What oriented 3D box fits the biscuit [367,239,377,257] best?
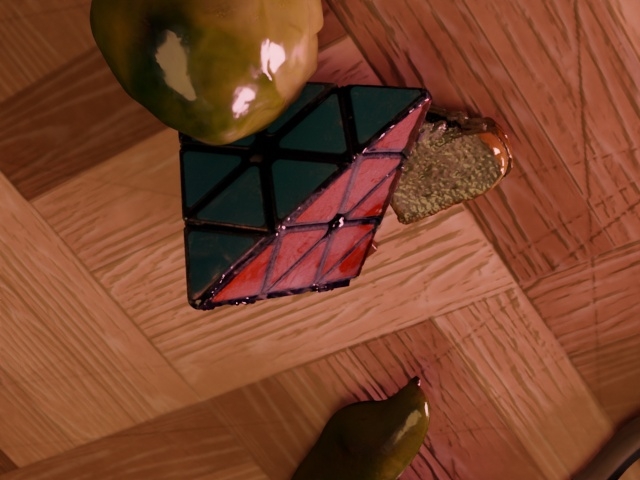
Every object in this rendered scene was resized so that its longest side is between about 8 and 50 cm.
[{"bbox_3d":[0.000,0.000,0.941,0.092,0.016,0.082,15,128,6],"label":"biscuit"}]

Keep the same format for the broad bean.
[{"bbox_3d":[0.014,0.221,1.074,0.067,0.075,0.325,10,136,-25],"label":"broad bean"}]

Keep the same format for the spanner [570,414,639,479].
[{"bbox_3d":[0.312,0.152,0.955,0.095,0.040,0.325,28,130,-5],"label":"spanner"}]

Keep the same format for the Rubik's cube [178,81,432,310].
[{"bbox_3d":[-0.044,-0.047,0.875,0.178,0.211,0.190,46,170,24],"label":"Rubik's cube"}]

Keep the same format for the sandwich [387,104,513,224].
[{"bbox_3d":[0.084,-0.066,0.854,0.105,0.036,0.093,-18,120,27],"label":"sandwich"}]

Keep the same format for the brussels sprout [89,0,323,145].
[{"bbox_3d":[-0.079,-0.143,0.768,0.151,0.122,0.149,21,108,10],"label":"brussels sprout"}]
